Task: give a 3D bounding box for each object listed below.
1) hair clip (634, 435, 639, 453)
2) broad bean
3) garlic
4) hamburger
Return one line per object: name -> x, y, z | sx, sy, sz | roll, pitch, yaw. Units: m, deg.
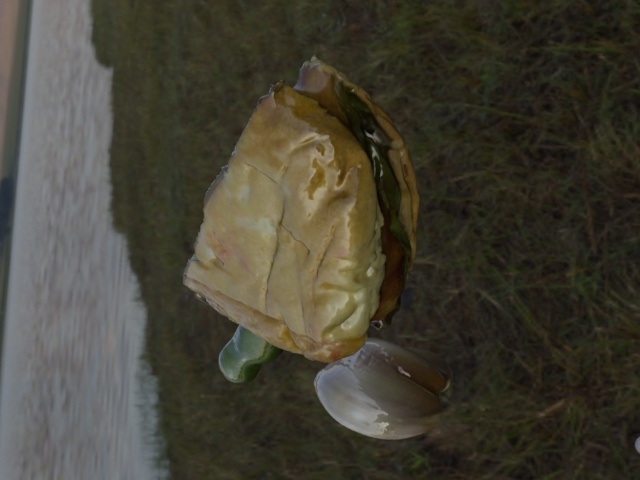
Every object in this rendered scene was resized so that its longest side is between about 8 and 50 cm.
hair clip -> 0.759, 0.356, 1.703 | 0.146, 0.257, 0.075 | 40, 165, 26
broad bean -> -0.088, 0.119, 1.141 | 0.318, 0.098, 0.056 | 105, 175, -51
garlic -> 0.100, 0.234, 1.379 | 0.217, 0.227, 0.110 | -61, -23, -58
hamburger -> 0.001, 0.003, 0.816 | 0.209, 0.162, 0.330 | 42, 135, 11
